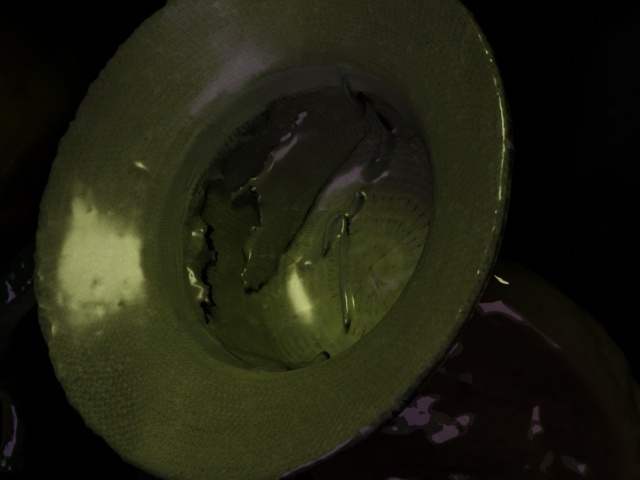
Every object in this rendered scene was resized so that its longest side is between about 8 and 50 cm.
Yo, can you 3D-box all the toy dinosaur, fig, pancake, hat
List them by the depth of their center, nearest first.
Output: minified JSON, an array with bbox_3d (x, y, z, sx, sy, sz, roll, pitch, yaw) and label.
[{"bbox_3d":[0.000,0.000,0.697,0.257,0.257,0.130,0,164,34],"label":"hat"},{"bbox_3d":[-0.246,-0.102,0.795,0.259,0.151,0.151,32,135,14],"label":"fig"},{"bbox_3d":[0.074,0.106,0.808,0.242,0.050,0.242,18,133,21],"label":"pancake"},{"bbox_3d":[-0.242,0.017,0.938,0.447,0.087,0.300,13,114,35],"label":"toy dinosaur"}]

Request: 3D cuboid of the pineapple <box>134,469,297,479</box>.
[{"bbox_3d":[-0.067,0.195,0.923,0.128,0.128,0.248,22,130,18],"label":"pineapple"}]
